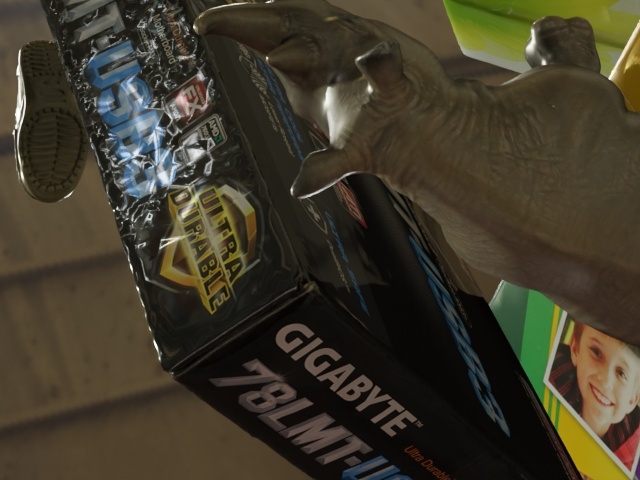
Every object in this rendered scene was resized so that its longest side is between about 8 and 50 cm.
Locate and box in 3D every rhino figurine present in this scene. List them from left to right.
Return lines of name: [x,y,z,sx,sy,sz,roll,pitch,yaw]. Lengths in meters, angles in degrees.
rhino figurine: [0.071,-0.022,0.587,0.243,0.073,0.106,23,-151,-21]

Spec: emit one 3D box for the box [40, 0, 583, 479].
box: [0.000,0.000,0.854,0.293,0.073,0.295,42,-162,-46]

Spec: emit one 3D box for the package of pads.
package of pads: [0.262,-0.196,1.706,0.297,0.229,0.101,18,-95,11]

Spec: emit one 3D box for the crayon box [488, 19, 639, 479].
crayon box: [0.238,0.080,0.880,0.106,0.313,0.363,-11,-127,-28]

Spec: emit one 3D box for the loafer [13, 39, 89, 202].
loafer: [-0.208,-0.086,1.464,0.056,0.050,0.148,2,-124,-11]
